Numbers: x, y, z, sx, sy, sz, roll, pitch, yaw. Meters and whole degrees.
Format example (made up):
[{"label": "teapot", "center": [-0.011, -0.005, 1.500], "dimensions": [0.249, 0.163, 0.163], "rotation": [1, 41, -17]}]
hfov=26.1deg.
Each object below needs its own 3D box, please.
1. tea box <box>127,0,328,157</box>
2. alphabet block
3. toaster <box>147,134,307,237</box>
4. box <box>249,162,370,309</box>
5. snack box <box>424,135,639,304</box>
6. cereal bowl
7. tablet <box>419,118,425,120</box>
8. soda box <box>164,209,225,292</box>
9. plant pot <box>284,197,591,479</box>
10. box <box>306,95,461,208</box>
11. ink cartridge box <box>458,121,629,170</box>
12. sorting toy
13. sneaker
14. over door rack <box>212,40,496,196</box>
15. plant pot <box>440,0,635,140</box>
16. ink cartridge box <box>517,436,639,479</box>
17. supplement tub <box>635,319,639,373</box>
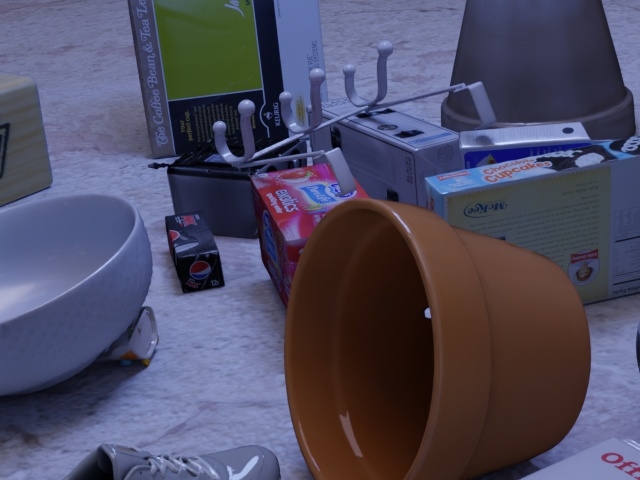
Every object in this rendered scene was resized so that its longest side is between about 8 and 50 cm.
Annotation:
[{"label": "tea box", "center": [-0.163, -0.347, 2.418], "dimensions": [0.323, 0.329, 0.220], "rotation": [-7, 22, -5]}, {"label": "alphabet block", "center": [-0.580, -0.161, 2.246], "dimensions": [0.192, 0.194, 0.197], "rotation": [12, 28, 41]}, {"label": "toaster", "center": [-0.128, -0.087, 2.051], "dimensions": [0.185, 0.110, 0.168], "rotation": [5, 24, 26]}, {"label": "box", "center": [0.000, 0.000, 1.705], "dimensions": [0.128, 0.123, 0.257], "rotation": [-10, 22, -9]}, {"label": "snack box", "center": [0.285, -0.011, 1.645], "dimensions": [0.321, 0.187, 0.060], "rotation": [-11, 27, -14]}, {"label": "cereal bowl", "center": [-0.349, 0.081, 1.614], "dimensions": [0.338, 0.141, 0.339], "rotation": [-13, 24, 6]}, {"label": "tablet", "center": [0.138, -0.204, 2.417], "dimensions": [0.083, 0.006, 0.054], "rotation": [3, 23, 19]}, {"label": "soda box", "center": [-0.175, 0.013, 1.890], "dimensions": [0.060, 0.053, 0.169], "rotation": [-10, 21, -10]}, {"label": "plant pot", "center": [0.118, 0.108, 1.311], "dimensions": [0.203, 0.291, 0.291], "rotation": [2, 16, -27]}, {"label": "box", "center": [0.093, -0.092, 1.930], "dimensions": [0.087, 0.169, 0.290], "rotation": [-17, 23, -26]}, {"label": "ink cartridge box", "center": [0.286, -0.059, 1.753], "dimensions": [0.208, 0.206, 0.045], "rotation": [-2, 45, 9]}, {"label": "sorting toy", "center": [-0.238, 0.124, 1.650], "dimensions": [0.075, 0.045, 0.083], "rotation": [-12, 29, 18]}, {"label": "sneaker", "center": [-0.150, 0.228, 1.250], "dimensions": [0.262, 0.121, 0.099], "rotation": [-20, 26, -32]}, {"label": "over door rack", "center": [0.030, -0.164, 1.745], "dimensions": [0.239, 0.108, 0.324], "rotation": [-26, 22, -24]}, {"label": "plant pot", "center": [0.351, -0.305, 2.249], "dimensions": [0.323, 0.280, 0.323], "rotation": [-4, 21, 2]}, {"label": "ink cartridge box", "center": [0.189, 0.278, 1.038], "dimensions": [0.283, 0.117, 0.207], "rotation": [-18, 24, -27]}, {"label": "supplement tub", "center": [0.434, 0.075, 1.366], "dimensions": [0.207, 0.207, 0.338], "rotation": [4, 23, 24]}]
